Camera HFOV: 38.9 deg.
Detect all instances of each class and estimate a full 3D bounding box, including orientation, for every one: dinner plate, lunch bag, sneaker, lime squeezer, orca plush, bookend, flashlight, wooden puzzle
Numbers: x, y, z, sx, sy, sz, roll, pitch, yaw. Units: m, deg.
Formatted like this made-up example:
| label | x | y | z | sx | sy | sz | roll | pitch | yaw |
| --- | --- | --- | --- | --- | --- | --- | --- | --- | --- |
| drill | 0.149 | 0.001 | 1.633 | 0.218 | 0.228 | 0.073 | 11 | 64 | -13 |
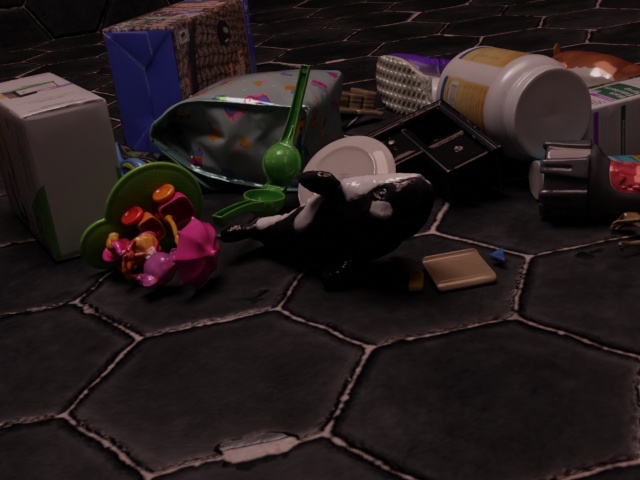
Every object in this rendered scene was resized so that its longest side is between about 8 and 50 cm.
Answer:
| label | x | y | z | sx | sy | sz | roll | pitch | yaw |
| --- | --- | --- | --- | --- | --- | --- | --- | --- | --- |
| dinner plate | 0.032 | -0.084 | 1.215 | 0.141 | 0.017 | 0.141 | -12 | 60 | 20 |
| lunch bag | -0.113 | -0.181 | 1.425 | 0.262 | 0.160 | 0.223 | 5 | 26 | 14 |
| sneaker | -0.293 | -0.113 | 1.458 | 0.078 | 0.067 | 0.188 | 4 | 12 | -32 |
| lime squeezer | -0.072 | -0.103 | 1.227 | 0.058 | 0.110 | 0.310 | 0 | 46 | 31 |
| orca plush | 0.000 | 0.000 | 1.029 | 0.287 | 0.151 | 0.102 | -2 | 59 | 32 |
| bookend | 0.143 | -0.103 | 1.232 | 0.157 | 0.072 | 0.156 | -26 | 40 | -10 |
| sneaker | 0.233 | -0.283 | 1.651 | 0.146 | 0.102 | 0.293 | -19 | 29 | -36 |
| flashlight | 0.415 | -0.078 | 1.064 | 0.304 | 0.103 | 0.103 | 6 | 64 | 18 |
| wooden puzzle | 0.152 | 0.034 | 1.009 | 0.116 | 0.014 | 0.078 | -7 | 27 | 1 |

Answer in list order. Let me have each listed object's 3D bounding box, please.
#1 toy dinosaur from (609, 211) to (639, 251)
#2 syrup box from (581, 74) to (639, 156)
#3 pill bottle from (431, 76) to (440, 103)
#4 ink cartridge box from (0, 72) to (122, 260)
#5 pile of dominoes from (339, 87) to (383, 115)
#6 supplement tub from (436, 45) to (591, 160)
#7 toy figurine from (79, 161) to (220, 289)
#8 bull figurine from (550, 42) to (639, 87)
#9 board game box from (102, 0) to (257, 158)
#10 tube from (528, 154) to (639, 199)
| label | x | y | z | sx | sy | sz | roll | pitch | yaw |
| --- | --- | --- | --- | --- | --- | --- | --- | --- | --- |
| toy dinosaur | 0.389 | -0.011 | 0.989 | 0.092 | 0.053 | 0.183 | -24 | 27 | -38 |
| syrup box | 0.456 | -0.180 | 1.320 | 0.236 | 0.096 | 0.093 | -14 | 23 | -19 |
| pill bottle | 0.263 | -0.230 | 1.429 | 0.169 | 0.094 | 0.094 | -4 | 23 | 11 |
| ink cartridge box | -0.379 | -0.114 | 1.285 | 0.117 | 0.201 | 0.278 | -18 | 25 | -25 |
| pile of dominoes | -0.021 | -0.268 | 1.661 | 0.251 | 0.040 | 0.196 | 0 | 16 | -31 |
| supplement tub | 0.267 | -0.192 | 1.265 | 0.144 | 0.144 | 0.199 | -15 | 22 | -18 |
| toy figurine | -0.192 | 0.006 | 1.083 | 0.173 | 0.130 | 0.159 | -36 | 38 | -9 |
| bull figurine | 0.433 | -0.258 | 1.511 | 0.188 | 0.101 | 0.310 | -22 | 25 | -26 |
| board game box | -0.241 | -0.303 | 1.657 | 0.141 | 0.232 | 0.291 | 3 | 25 | 22 |
| tube | 0.381 | -0.089 | 1.195 | 0.207 | 0.052 | 0.080 | -6 | 31 | -9 |
